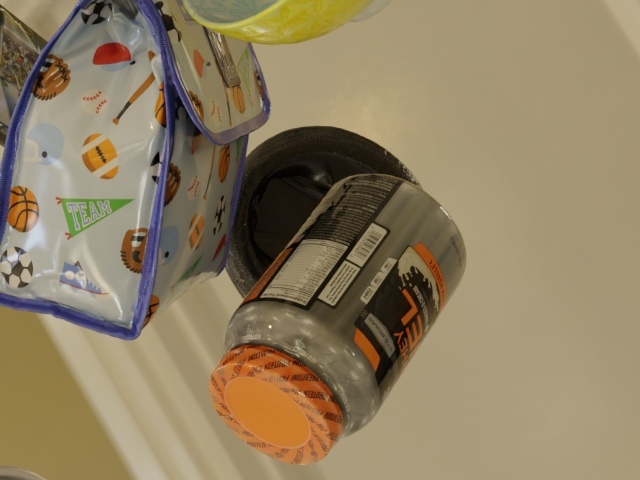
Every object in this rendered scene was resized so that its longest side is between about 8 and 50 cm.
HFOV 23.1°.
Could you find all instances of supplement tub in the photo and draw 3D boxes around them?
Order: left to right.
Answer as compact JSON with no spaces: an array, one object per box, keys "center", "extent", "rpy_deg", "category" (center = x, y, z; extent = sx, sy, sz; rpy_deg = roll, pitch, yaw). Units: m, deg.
[{"center":[0.018,0.087,1.752],"extent":[0.193,0.193,0.316],"rpy_deg":[-38,12,52],"category":"supplement tub"}]

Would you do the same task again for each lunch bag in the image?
[{"center":[-0.201,-0.119,1.781],"extent":[0.328,0.239,0.385],"rpy_deg":[-41,-36,-74],"category":"lunch bag"}]

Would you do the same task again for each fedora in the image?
[{"center":[0.000,0.000,2.231],"extent":[0.334,0.334,0.152],"rpy_deg":[-30,8,-16],"category":"fedora"}]

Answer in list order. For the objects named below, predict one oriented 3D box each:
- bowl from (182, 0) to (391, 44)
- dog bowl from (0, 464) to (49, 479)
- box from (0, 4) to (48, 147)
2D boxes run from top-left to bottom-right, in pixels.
[{"center":[0.003,-0.311,1.615],"extent":[0.289,0.289,0.156],"rpy_deg":[-34,-46,30],"category":"bowl"},{"center":[-0.361,0.376,1.660],"extent":[0.104,0.265,0.265],"rpy_deg":[-14,5,35],"category":"dog bowl"},{"center":[-0.376,-0.185,2.056],"extent":[0.044,0.159,0.233],"rpy_deg":[-11,-25,23],"category":"box"}]
